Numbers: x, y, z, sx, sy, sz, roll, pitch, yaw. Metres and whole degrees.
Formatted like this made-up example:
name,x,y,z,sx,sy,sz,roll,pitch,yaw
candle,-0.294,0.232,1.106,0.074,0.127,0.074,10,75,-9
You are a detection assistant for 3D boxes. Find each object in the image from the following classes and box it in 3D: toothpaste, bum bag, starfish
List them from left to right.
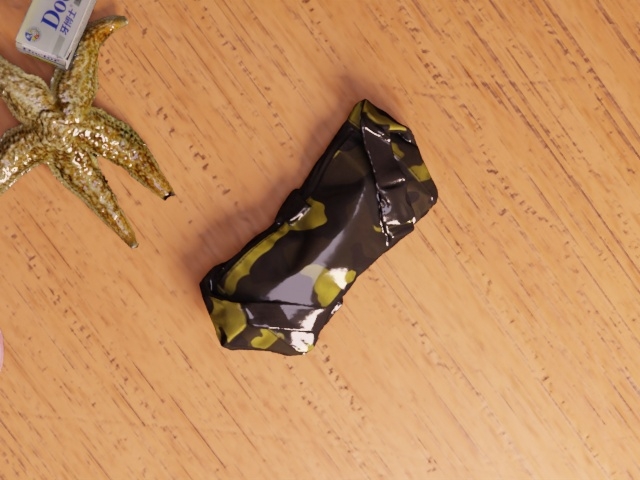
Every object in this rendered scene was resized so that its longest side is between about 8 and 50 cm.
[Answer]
name,x,y,z,sx,sy,sz,roll,pitch,yaw
starfish,-0.214,-0.085,1.471,0.223,0.050,0.217,42,94,-3
toothpaste,-0.186,-0.216,1.451,0.046,0.034,0.164,22,79,-3
bum bag,0.000,0.000,1.493,0.107,0.060,0.232,40,85,0

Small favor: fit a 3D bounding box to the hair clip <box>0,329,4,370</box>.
name,x,y,z,sx,sy,sz,roll,pitch,yaw
hair clip,-0.327,0.075,1.468,0.138,0.102,0.123,29,91,-41
